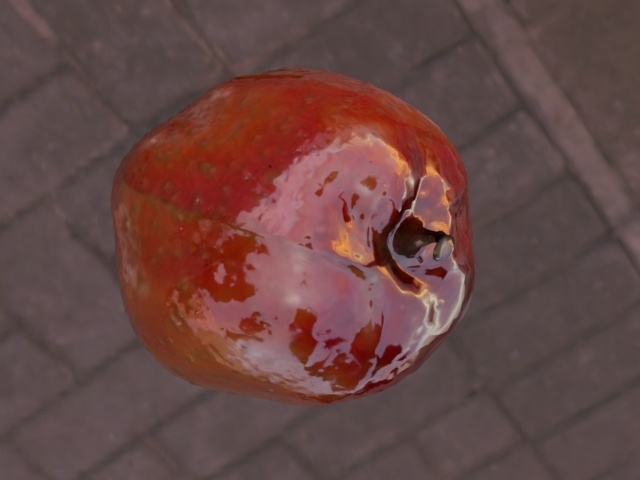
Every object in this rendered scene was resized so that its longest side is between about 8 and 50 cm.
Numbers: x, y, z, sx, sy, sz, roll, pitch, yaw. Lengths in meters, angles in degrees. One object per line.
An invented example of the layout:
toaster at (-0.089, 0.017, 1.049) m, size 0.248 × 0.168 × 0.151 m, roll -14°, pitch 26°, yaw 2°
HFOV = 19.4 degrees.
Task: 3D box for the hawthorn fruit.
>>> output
hawthorn fruit at (0.000, 0.000, 0.844) m, size 0.157 × 0.194 × 0.157 m, roll -3°, pitch 94°, yaw -38°
